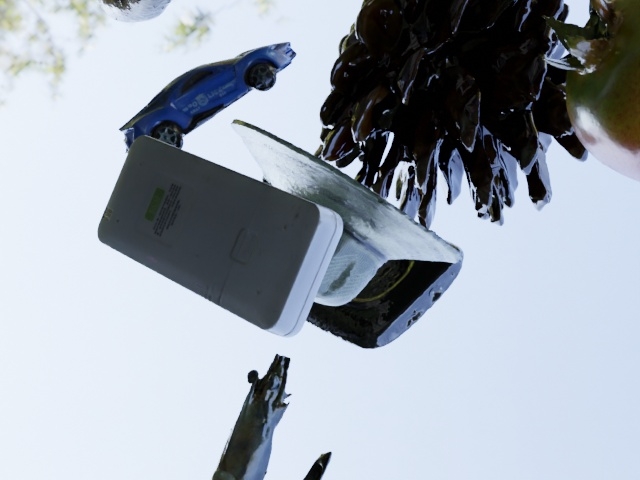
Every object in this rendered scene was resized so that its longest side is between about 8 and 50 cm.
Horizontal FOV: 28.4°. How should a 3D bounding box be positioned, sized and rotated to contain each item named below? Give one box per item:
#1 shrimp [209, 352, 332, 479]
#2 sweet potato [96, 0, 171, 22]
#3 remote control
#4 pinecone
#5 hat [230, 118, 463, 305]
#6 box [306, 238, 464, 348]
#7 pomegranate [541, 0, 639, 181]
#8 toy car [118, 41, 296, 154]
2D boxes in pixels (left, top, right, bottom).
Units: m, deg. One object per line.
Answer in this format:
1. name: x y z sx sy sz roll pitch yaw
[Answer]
1. shrimp: -0.047 0.228 1.282 0.051 0.150 0.217 9 -100 46
2. sweet potato: -0.255 -0.324 1.692 0.077 0.077 0.243 -53 -158 -17
3. remote control: -0.087 -0.009 0.992 0.250 0.034 0.103 22 -90 45
4. pinecone: 0.178 -0.191 1.581 0.397 0.398 0.398 -22 -139 21
5. hat: 0.000 0.000 1.154 0.252 0.252 0.110 28 -95 50
6. box: 0.075 0.052 1.694 0.212 0.042 0.201 -41 -143 -23
7. pomegranate: 0.344 -0.170 1.282 0.221 0.256 0.221 -52 -153 41
8. toy car: -0.125 -0.159 1.369 0.216 0.063 0.103 -35 -167 -6
